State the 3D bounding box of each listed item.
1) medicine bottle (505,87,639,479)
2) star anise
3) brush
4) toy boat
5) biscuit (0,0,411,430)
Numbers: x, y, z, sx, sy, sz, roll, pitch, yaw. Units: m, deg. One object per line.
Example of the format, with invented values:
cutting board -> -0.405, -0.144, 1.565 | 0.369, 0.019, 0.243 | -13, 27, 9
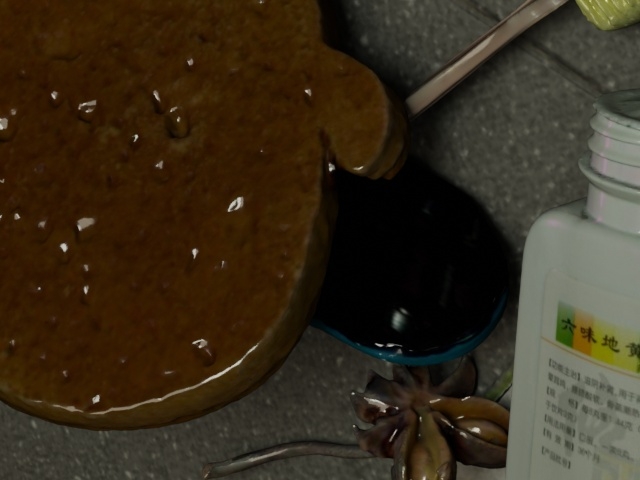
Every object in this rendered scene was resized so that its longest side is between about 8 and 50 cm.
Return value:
medicine bottle -> 0.208, 0.074, 1.052 | 0.179, 0.124, 0.324 | 19, 116, 43
star anise -> 0.032, 0.172, 1.236 | 0.218, 0.148, 0.227 | 19, 149, -4
brush -> 0.157, -0.141, 1.067 | 0.313, 0.072, 0.067 | -36, 95, 38
toy boat -> 0.000, 0.000, 1.209 | 0.298, 0.134, 0.092 | 30, 157, 24
biscuit -> -0.106, -0.059, 1.164 | 0.350, 0.070, 0.394 | -1, 67, 19
